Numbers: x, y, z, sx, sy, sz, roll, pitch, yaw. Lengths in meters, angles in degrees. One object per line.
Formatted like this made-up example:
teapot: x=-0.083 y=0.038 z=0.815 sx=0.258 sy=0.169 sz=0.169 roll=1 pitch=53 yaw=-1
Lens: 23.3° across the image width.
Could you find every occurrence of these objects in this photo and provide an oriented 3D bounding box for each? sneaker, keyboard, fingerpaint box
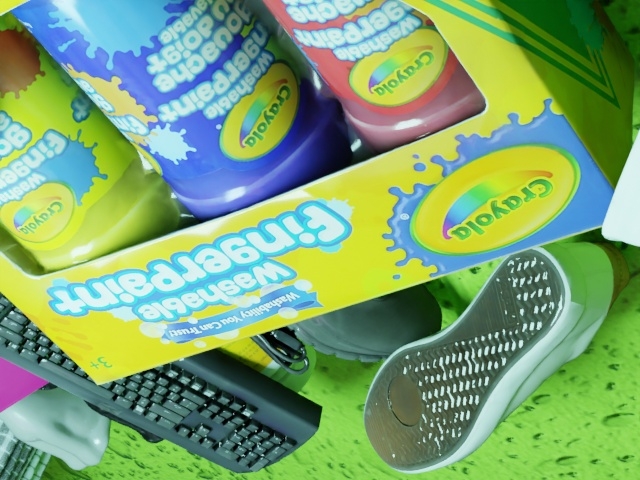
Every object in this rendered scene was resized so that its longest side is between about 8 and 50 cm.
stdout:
sneaker: x=0.150 y=0.100 z=1.276 sx=0.290 sy=0.123 sz=0.106 roll=-46 pitch=65 yaw=42
keyboard: x=-0.134 y=0.099 z=1.342 sx=0.317 sy=0.033 sz=0.201 roll=29 pitch=127 yaw=-22
sneaker: x=0.000 y=0.000 z=1.281 sx=0.286 sy=0.109 sz=0.130 roll=34 pitch=136 yaw=-22
fingerpaint box: x=-0.075 y=-0.117 z=1.012 sx=0.445 sy=0.163 sz=0.371 roll=-18 pitch=130 yaw=28

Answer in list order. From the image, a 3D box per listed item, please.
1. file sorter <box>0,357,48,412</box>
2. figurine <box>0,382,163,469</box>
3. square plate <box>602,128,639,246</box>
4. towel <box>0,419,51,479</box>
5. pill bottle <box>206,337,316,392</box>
file sorter: x=-0.361 y=0.006 z=1.390 sx=0.182 sy=0.202 sz=0.290 roll=51 pitch=172 yaw=46
figurine: x=-0.280 y=0.153 z=1.611 sx=0.215 sy=0.092 sz=0.209 roll=-24 pitch=142 yaw=39
square plate: x=0.357 y=-0.092 z=0.839 sx=0.344 sy=0.049 sz=0.347 roll=-3 pitch=145 yaw=-7
towel: x=-0.454 y=0.263 z=1.768 sx=0.235 sy=0.283 sz=0.121 roll=15 pitch=145 yaw=11
pill bottle: x=-0.097 y=0.059 z=1.404 sx=0.117 sy=0.117 sz=0.215 roll=-10 pitch=134 yaw=41
